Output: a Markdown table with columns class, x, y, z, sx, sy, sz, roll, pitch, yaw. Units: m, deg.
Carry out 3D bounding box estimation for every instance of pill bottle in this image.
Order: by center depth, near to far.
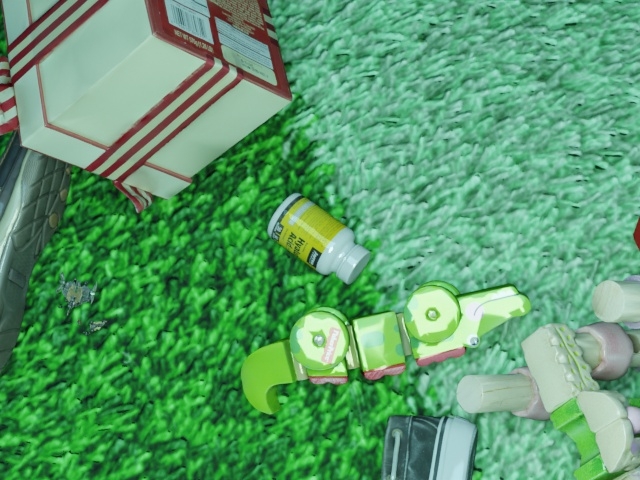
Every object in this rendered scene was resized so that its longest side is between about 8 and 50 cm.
| class | x | y | z | sx | sy | sz | roll | pitch | yaw |
| --- | --- | --- | --- | --- | --- | --- | --- | --- | --- |
| pill bottle | 0.000 | 0.000 | 1.608 | 0.116 | 0.065 | 0.065 | 35 | 78 | 15 |

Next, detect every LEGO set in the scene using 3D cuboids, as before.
| class | x | y | z | sx | sy | sz | roll | pitch | yaw |
| --- | --- | --- | --- | --- | --- | --- | --- | --- | --- |
| LEGO set | -0.289 | 0.075 | 1.636 | 0.054 | 0.023 | 0.083 | -15 | 84 | 2 |

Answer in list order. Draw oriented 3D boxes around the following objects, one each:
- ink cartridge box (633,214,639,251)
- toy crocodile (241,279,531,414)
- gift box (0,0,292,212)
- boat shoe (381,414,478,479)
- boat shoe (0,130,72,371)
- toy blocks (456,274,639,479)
| class | x | y | z | sx | sy | sz | roll | pitch | yaw |
| --- | --- | --- | --- | --- | --- | --- | --- | --- | --- |
| ink cartridge box | 0.440 | 0.059 | 1.511 | 0.078 | 0.134 | 0.231 | -25 | 72 | -2 |
| toy crocodile | 0.074 | 0.113 | 1.540 | 0.340 | 0.115 | 0.105 | -13 | 90 | 3 |
| gift box | -0.216 | -0.197 | 1.547 | 0.258 | 0.255 | 0.276 | -33 | 51 | 31 |
| boat shoe | 0.090 | 0.347 | 1.470 | 0.119 | 0.121 | 0.335 | 6 | 61 | 15 |
| boat shoe | -0.400 | -0.011 | 1.614 | 0.130 | 0.132 | 0.355 | 14 | 72 | 9 |
| toy blocks | 0.361 | 0.200 | 1.416 | 0.260 | 0.309 | 0.288 | 3 | 55 | -38 |
